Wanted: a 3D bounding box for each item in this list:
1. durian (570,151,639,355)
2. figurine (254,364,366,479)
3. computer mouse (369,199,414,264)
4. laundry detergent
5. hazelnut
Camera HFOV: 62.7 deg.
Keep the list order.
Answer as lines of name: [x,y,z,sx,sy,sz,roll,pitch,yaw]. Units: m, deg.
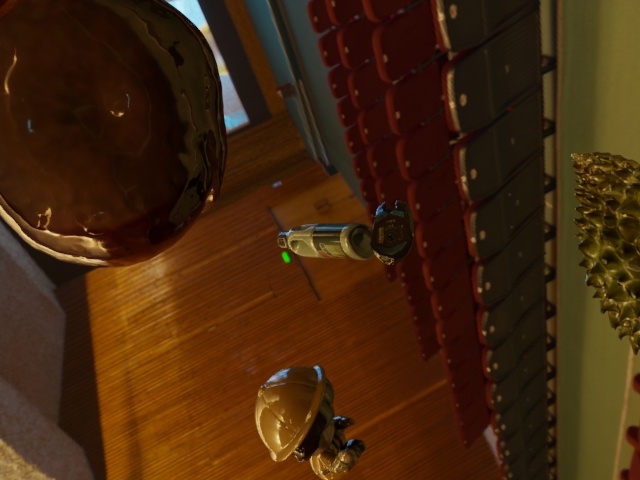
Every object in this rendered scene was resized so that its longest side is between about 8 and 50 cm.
durian: [0.419,0.046,0.597,0.356,0.169,0.157,52,136,-8]
figurine: [-0.024,0.362,1.017,0.257,0.167,0.192,62,-179,-23]
computer mouse: [0.133,-0.012,0.952,0.047,0.079,0.135,53,-146,-53]
laundry detergent: [0.000,0.000,1.047,0.225,0.099,0.070,2,85,43]
hazelnut: [-0.308,-0.167,0.773,0.359,0.358,0.410,-137,43,-69]
